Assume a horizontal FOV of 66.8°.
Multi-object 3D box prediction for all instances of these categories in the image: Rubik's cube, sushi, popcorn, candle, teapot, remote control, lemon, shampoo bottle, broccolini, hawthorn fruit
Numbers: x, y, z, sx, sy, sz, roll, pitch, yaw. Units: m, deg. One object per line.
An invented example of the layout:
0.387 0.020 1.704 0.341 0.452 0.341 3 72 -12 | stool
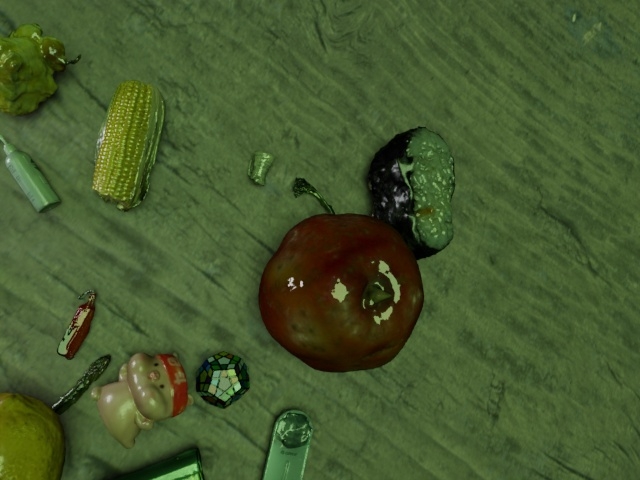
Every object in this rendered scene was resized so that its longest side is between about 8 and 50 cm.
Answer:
-0.234 0.335 1.163 0.133 0.133 0.112 -37 71 -15 | Rubik's cube
0.246 -0.123 1.301 0.210 0.170 0.350 1 83 -34 | sushi
-0.660 -0.375 1.079 0.195 0.173 0.168 -49 140 -38 | popcorn
-0.557 0.192 1.122 0.053 0.048 0.162 32 75 -47 | candle
-0.158 -0.185 1.256 0.067 0.057 0.083 13 85 23 | teapot
-0.088 0.550 1.221 0.104 0.052 0.247 16 81 -16 | remote control
-0.650 0.455 0.969 0.253 0.253 0.311 10 90 -15 | lemon
-0.672 -0.158 1.102 0.056 0.056 0.195 -34 96 -15 | shampoo bottle
0.006 -0.100 1.294 0.194 0.054 0.052 41 43 -3 | broccolini
0.069 0.119 1.125 0.402 0.403 0.403 1 86 -16 | hawthorn fruit

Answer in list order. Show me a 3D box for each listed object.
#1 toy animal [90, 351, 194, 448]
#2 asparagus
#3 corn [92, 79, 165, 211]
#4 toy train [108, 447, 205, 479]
-0.392 0.349 1.096 0.197 0.171 0.171 -33 95 -9 | toy animal
-0.545 0.328 1.118 0.036 0.030 0.165 40 77 1 | asparagus
-0.453 -0.224 1.147 0.123 0.122 0.305 19 83 -42 | corn
-0.382 0.614 1.100 0.300 0.120 0.202 -15 87 -16 | toy train
